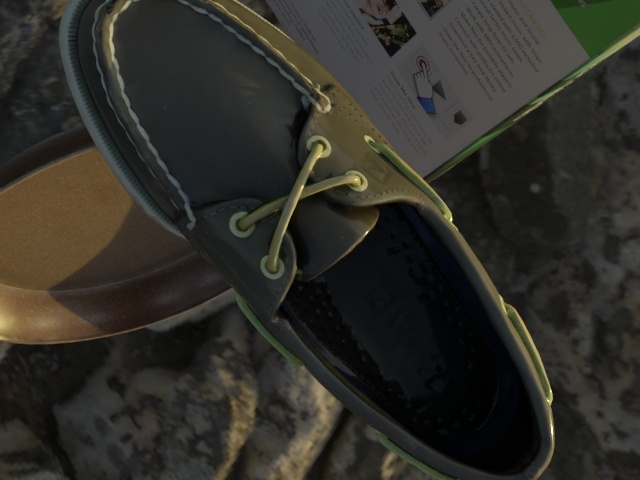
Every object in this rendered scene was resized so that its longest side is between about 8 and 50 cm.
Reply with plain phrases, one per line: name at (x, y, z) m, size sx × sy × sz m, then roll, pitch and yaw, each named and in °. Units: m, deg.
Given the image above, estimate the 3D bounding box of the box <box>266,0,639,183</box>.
box at (0.080, -0.184, 0.797) m, size 0.058 × 0.322 × 0.232 m, roll -32°, pitch 88°, yaw -30°

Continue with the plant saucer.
plant saucer at (-0.156, -0.013, 0.951) m, size 0.310 × 0.310 × 0.050 m, roll -12°, pitch 64°, yaw -21°

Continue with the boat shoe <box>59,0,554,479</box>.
boat shoe at (0.003, -0.003, 0.551) m, size 0.109 × 0.091 × 0.305 m, roll -43°, pitch 109°, yaw -6°
